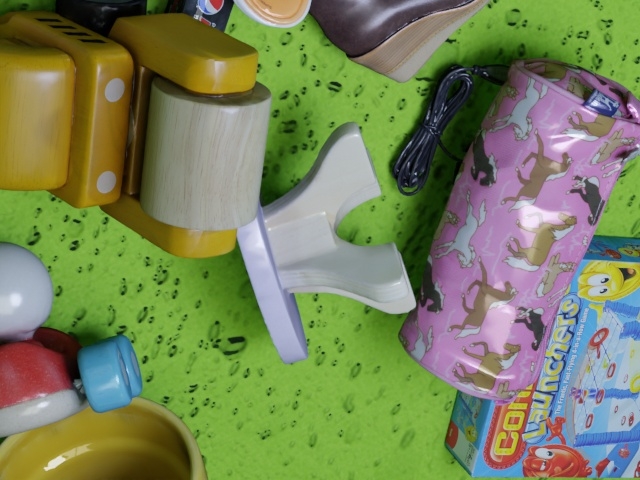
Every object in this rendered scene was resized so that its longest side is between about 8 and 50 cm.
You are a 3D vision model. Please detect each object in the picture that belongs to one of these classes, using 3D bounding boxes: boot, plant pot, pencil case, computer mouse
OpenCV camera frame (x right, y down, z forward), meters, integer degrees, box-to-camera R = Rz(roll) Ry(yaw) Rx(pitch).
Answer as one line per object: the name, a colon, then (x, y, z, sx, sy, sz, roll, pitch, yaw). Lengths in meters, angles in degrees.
boot: (0.086, -0.311, 1.820, 0.207, 0.090, 0.248, 37, 93, -28)
plant pot: (-0.238, 0.343, 1.913, 0.254, 0.254, 0.239, -21, 135, -12)
pencil case: (0.226, -0.010, 1.906, 0.160, 0.167, 0.386, 8, 112, -39)
computer mouse: (0.226, -0.113, 1.986, 0.262, 0.060, 0.184, 16, 111, -15)

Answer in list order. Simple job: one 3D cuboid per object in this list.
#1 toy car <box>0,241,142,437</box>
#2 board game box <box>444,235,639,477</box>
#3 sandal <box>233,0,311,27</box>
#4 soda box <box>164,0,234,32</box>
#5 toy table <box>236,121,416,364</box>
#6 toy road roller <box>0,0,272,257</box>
toy car: (-0.331, 0.086, 1.810, 0.219, 0.210, 0.238, -15, 90, 0)
board game box: (0.339, 0.148, 2.129, 0.302, 0.086, 0.308, 3, 112, -23)
sandal: (-0.043, -0.351, 1.716, 0.102, 0.076, 0.265, -1, 94, -25)
soda box: (-0.133, -0.232, 1.786, 0.053, 0.060, 0.169, 13, 108, -25)
toy table: (0.000, 0.000, 1.857, 0.161, 0.252, 0.274, -17, 139, 3)
toy road roller: (-0.228, -0.116, 1.650, 0.241, 0.329, 0.202, -13, 120, -41)
